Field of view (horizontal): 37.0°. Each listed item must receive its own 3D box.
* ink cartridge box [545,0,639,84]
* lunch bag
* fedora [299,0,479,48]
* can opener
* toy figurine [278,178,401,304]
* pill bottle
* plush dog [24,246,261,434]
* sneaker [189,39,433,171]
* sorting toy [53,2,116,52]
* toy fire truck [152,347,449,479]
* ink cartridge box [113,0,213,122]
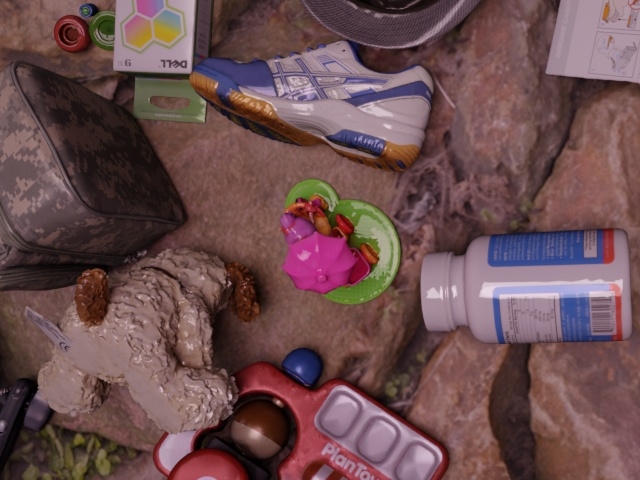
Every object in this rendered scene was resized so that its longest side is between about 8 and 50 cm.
[{"bbox_3d":[0.388,-0.295,1.033,0.238,0.060,0.275,16,98,41],"label":"ink cartridge box"},{"bbox_3d":[-0.345,-0.043,1.141,0.256,0.305,0.213,-30,81,12],"label":"lunch bag"},{"bbox_3d":[0.098,-0.346,1.081,0.243,0.124,0.276,18,97,15],"label":"fedora"},{"bbox_3d":[-0.429,0.266,1.301,0.073,0.059,0.186,34,101,12],"label":"can opener"},{"bbox_3d":[0.000,0.000,1.108,0.130,0.159,0.173,-40,81,14],"label":"toy figurine"},{"bbox_3d":[0.228,0.052,1.061,0.221,0.124,0.124,-2,92,17],"label":"pill bottle"},{"bbox_3d":[-0.200,0.084,1.145,0.262,0.225,0.211,3,118,25],"label":"plush dog"},{"bbox_3d":[-0.008,-0.182,1.145,0.296,0.112,0.131,19,82,12],"label":"sneaker"},{"bbox_3d":[-0.297,-0.279,1.252,0.101,0.042,0.061,-3,107,5],"label":"sorting toy"},{"bbox_3d":[-0.031,0.272,1.147,0.302,0.169,0.254,33,77,12],"label":"toy fire truck"},{"bbox_3d":[-0.198,-0.257,1.207,0.109,0.062,0.209,5,94,16],"label":"ink cartridge box"}]
